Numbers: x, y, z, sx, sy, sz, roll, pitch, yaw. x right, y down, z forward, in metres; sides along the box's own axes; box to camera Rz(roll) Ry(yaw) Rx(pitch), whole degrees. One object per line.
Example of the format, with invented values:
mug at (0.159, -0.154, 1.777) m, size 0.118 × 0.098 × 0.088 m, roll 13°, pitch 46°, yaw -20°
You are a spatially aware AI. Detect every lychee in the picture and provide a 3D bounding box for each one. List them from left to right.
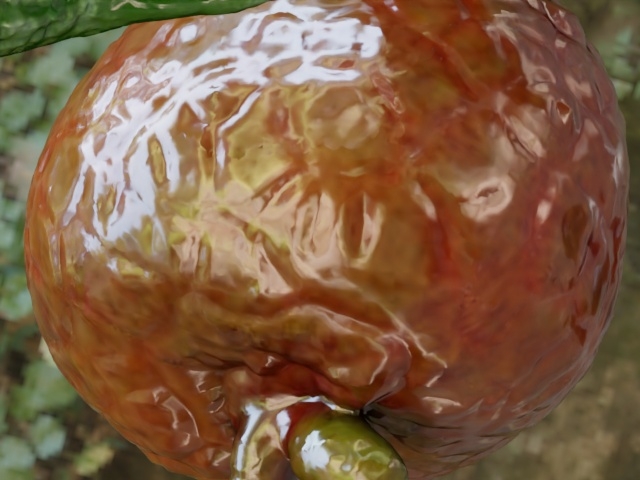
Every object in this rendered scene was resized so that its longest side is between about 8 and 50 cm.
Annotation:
lychee at (0.000, 0.000, 0.743) m, size 0.255 × 0.255 × 0.300 m, roll 117°, pitch 177°, yaw -51°

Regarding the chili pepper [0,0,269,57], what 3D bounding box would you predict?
chili pepper at (-0.046, -0.072, 0.333) m, size 0.074 × 0.257 × 0.100 m, roll 55°, pitch 159°, yaw 17°
